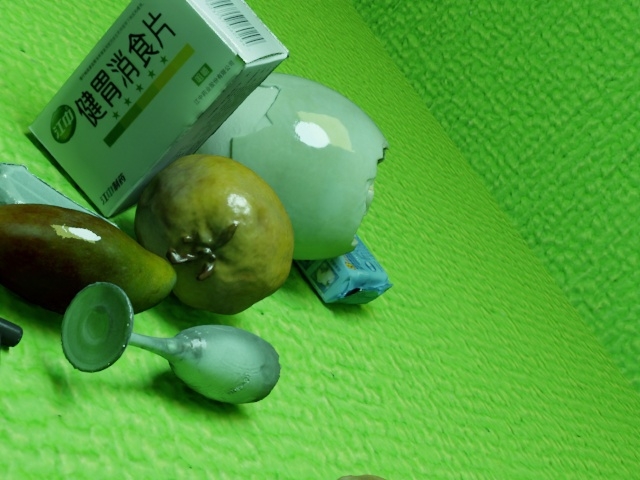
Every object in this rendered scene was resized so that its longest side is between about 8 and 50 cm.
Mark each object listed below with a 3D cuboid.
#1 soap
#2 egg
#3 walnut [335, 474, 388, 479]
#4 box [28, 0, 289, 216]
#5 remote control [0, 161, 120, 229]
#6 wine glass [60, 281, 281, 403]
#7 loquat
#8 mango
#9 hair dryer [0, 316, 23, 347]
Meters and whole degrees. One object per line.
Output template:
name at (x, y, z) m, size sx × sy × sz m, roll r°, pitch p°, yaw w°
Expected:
soap at (0.000, 0.000, 1.949) m, size 0.293 × 0.077 × 0.156 m, roll 53°, pitch 22°, yaw 24°
egg at (-0.069, -0.120, 1.761) m, size 0.336 × 0.278 × 0.278 m, roll 19°, pitch 23°, yaw -4°
walnut at (0.058, 0.352, 1.267) m, size 0.184 × 0.155 × 0.155 m, roll 53°, pitch 21°, yaw 16°
box at (-0.224, -0.200, 1.537) m, size 0.173 × 0.333 × 0.145 m, roll 49°, pitch 27°, yaw 4°
remote control at (-0.315, -0.013, 1.397) m, size 0.247 × 0.052 × 0.104 m, roll 36°, pitch 21°, yaw -32°
wine glass at (-0.159, 0.209, 1.291) m, size 0.309 × 0.096 × 0.264 m, roll 28°, pitch 57°, yaw -56°
loquat at (-0.139, -0.011, 1.510) m, size 0.238 × 0.193 × 0.238 m, roll 57°, pitch 3°, yaw -5°
mango at (-0.270, 0.028, 1.280) m, size 0.267 × 0.133 × 0.111 m, roll 23°, pitch 43°, yaw -44°
hair dryer at (-0.330, 0.112, 1.159) m, size 0.047 × 0.026 × 0.083 m, roll 30°, pitch 28°, yaw -33°
